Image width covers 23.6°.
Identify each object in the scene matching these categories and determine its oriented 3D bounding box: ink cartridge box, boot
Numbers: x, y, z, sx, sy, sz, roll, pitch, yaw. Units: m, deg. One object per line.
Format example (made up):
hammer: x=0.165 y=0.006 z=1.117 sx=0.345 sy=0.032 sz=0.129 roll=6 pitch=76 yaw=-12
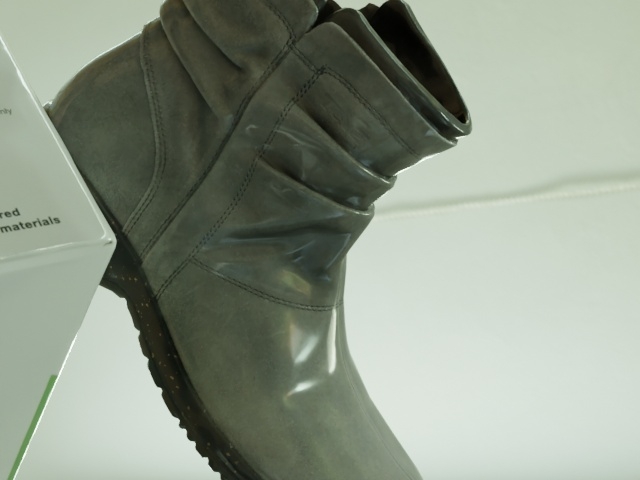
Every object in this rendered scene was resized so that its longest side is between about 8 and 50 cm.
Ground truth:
ink cartridge box: x=-0.224 y=-0.033 z=0.705 sx=0.278 sy=0.117 sz=0.201 roll=58 pitch=-40 yaw=27
boot: x=0.000 y=0.000 z=0.829 sx=0.222 sy=0.118 sz=0.338 roll=-39 pitch=-86 yaw=20
